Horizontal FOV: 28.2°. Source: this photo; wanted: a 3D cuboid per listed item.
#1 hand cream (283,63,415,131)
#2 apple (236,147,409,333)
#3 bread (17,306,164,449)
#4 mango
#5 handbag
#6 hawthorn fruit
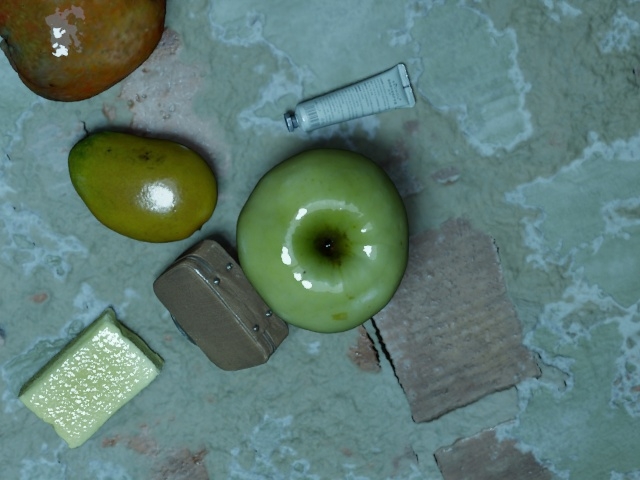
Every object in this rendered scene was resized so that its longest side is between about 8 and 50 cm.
[{"bbox_3d":[0.041,-0.202,1.883,0.195,0.042,0.067,-18,94,-8],"label":"hand cream"},{"bbox_3d":[0.000,0.000,1.806,0.262,0.262,0.262,-1,101,-6],"label":"apple"},{"bbox_3d":[-0.341,0.209,1.904,0.188,0.068,0.125,-43,102,2],"label":"bread"},{"bbox_3d":[-0.258,-0.075,1.834,0.221,0.120,0.151,10,96,-1],"label":"mango"},{"bbox_3d":[-0.152,0.099,1.869,0.193,0.151,0.072,51,52,-15],"label":"handbag"},{"bbox_3d":[-0.314,-0.312,1.748,0.262,0.210,0.210,-28,103,-12],"label":"hawthorn fruit"}]
